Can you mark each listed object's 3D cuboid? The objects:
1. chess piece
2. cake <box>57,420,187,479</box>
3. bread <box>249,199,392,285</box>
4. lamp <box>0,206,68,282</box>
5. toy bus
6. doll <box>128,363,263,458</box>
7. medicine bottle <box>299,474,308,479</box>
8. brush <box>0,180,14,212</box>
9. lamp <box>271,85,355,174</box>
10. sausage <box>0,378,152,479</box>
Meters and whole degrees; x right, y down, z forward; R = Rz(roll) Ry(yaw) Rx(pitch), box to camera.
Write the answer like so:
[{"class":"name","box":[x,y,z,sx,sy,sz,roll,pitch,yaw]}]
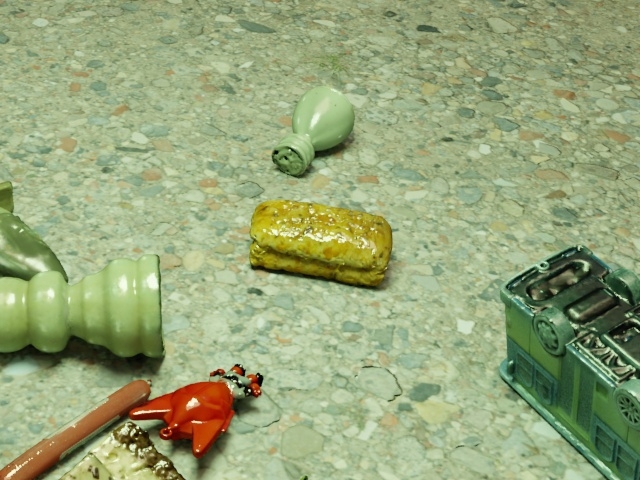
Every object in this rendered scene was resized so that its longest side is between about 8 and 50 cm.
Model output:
[{"class":"chess piece","box":[-0.320,0.088,1.427,0.243,0.133,0.133,-3,35,-8]},{"class":"cake","box":[-0.171,0.322,1.179,0.246,0.135,0.112,49,54,5]},{"class":"bread","box":[0.000,0.000,1.655,0.210,0.083,0.114,7,38,2]},{"class":"lamp","box":[-0.440,0.009,1.533,0.250,0.101,0.101,30,40,24]},{"class":"toy bus","box":[0.365,0.164,1.385,0.152,0.190,0.312,-27,45,-19]},{"class":"doll","box":[-0.135,0.194,1.358,0.109,0.057,0.169,24,38,26]},{"class":"medicine bottle","box":[0.072,0.331,1.148,0.238,0.124,0.124,17,35,11]},{"class":"brush","box":[-0.566,-0.028,1.600,0.048,0.054,0.282,25,36,38]},{"class":"lamp","box":[-0.012,-0.184,1.915,0.106,0.106,0.193,19,46,15]},{"class":"sausage","box":[-0.282,0.223,1.308,0.034,0.034,0.253,28,39,27]}]
